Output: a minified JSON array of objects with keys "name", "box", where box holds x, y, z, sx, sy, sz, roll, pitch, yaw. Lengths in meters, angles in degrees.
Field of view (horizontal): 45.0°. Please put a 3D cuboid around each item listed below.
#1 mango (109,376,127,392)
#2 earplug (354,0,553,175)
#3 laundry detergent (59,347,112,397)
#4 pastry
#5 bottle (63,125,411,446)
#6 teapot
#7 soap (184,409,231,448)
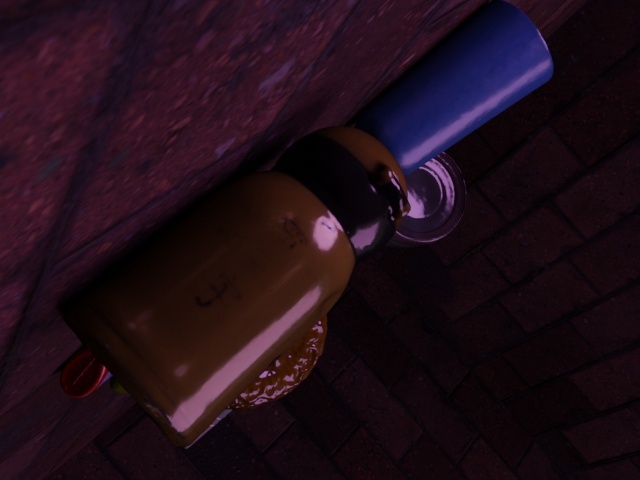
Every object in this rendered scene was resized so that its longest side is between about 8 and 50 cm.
[{"name":"mango","box":[-0.357,0.255,1.469,0.108,0.056,0.073,-41,146,24]},{"name":"earplug","box":[0.163,-0.187,1.038,0.273,0.132,0.132,-38,177,-2]},{"name":"laundry detergent","box":[-0.279,0.150,1.041,0.097,0.049,0.165,-46,179,16]},{"name":"pastry","box":[-0.115,0.126,1.100,0.235,0.240,0.132,-17,-165,-28]},{"name":"bottle","box":[-0.059,0.024,0.765,0.351,0.171,0.171,-41,177,-19]},{"name":"teapot","box":[0.195,-0.127,1.885,0.315,0.233,0.312,-68,-167,-13]},{"name":"soap","box":[-0.207,0.222,1.509,0.347,0.208,0.115,-43,179,23]}]
